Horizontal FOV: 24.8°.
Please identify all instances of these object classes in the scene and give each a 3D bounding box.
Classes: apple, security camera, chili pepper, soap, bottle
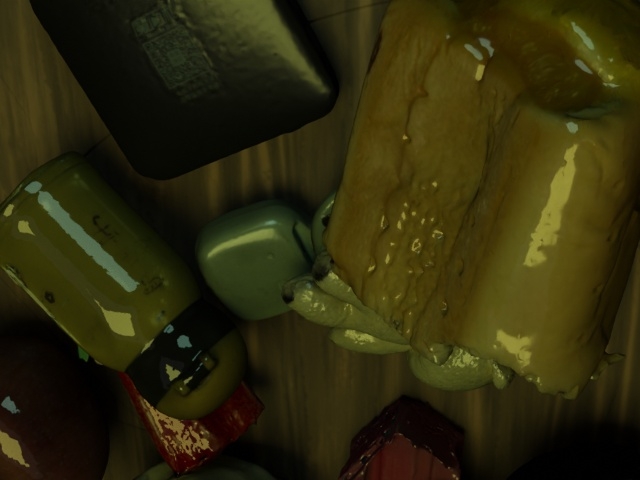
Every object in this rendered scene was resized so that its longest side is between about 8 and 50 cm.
[{"bbox_3d":[-0.421,0.266,1.953,0.305,0.235,0.306,7,121,11],"label":"apple"},{"bbox_3d":[0.000,0.000,1.748,0.301,0.080,0.157,-18,125,15],"label":"security camera"},{"bbox_3d":[-0.191,0.165,1.883,0.144,0.136,0.253,-28,99,29],"label":"chili pepper"},{"bbox_3d":[0.106,0.327,1.891,0.162,0.099,0.250,11,123,12],"label":"soap"},{"bbox_3d":[-0.238,0.071,1.769,0.351,0.171,0.171,46,124,5],"label":"bottle"}]

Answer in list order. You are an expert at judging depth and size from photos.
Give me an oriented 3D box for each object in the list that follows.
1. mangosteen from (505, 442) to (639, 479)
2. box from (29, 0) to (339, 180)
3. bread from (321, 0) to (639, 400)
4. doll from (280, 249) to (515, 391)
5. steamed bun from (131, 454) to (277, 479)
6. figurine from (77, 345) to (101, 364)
[{"bbox_3d":[0.319,0.393,1.753,0.297,0.297,0.313,43,146,-9],"label":"mangosteen"},{"bbox_3d":[-0.153,-0.227,1.665,0.290,0.073,0.289,-21,112,27],"label":"box"},{"bbox_3d":[0.210,-0.083,1.485,0.361,0.250,0.394,39,123,44],"label":"bread"},{"bbox_3d":[0.099,0.077,1.707,0.278,0.175,0.149,24,86,-23],"label":"doll"},{"bbox_3d":[-0.113,0.439,1.952,0.347,0.237,0.394,60,153,5],"label":"steamed bun"},{"bbox_3d":[-0.325,0.082,1.905,0.083,0.083,0.187,-9,118,23],"label":"figurine"}]
